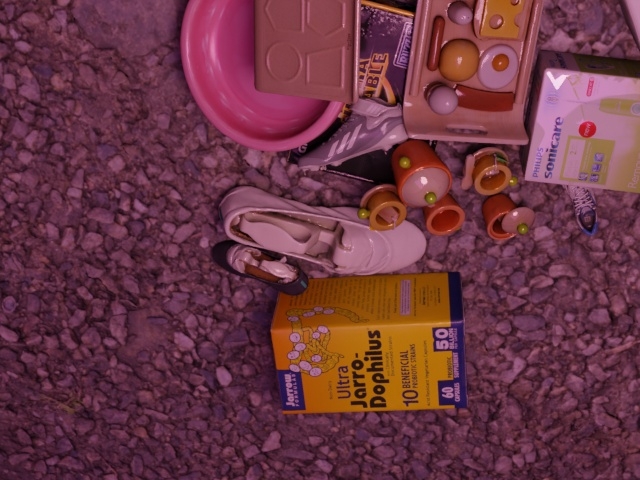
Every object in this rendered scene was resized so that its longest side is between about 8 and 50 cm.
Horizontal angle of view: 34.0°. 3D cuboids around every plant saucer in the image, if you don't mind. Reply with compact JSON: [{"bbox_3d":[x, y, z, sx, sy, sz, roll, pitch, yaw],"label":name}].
[{"bbox_3d":[-0.082,-0.320,1.780,0.332,0.084,0.332,10,111,27],"label":"plant saucer"}]

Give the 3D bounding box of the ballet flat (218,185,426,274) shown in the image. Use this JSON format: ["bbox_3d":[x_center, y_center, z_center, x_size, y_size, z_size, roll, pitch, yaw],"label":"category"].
[{"bbox_3d":[0.000,0.000,1.955,0.400,0.139,0.139,14,116,-2],"label":"ballet flat"}]

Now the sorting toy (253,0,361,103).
[{"bbox_3d":[-0.020,-0.325,1.674,0.208,0.038,0.193,13,113,30],"label":"sorting toy"}]

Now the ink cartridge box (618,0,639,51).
[{"bbox_3d":[0.568,-0.504,1.591,0.285,0.166,0.395,-21,128,15],"label":"ink cartridge box"}]

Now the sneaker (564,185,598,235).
[{"bbox_3d":[0.485,-0.069,1.920,0.052,0.058,0.135,-18,113,13],"label":"sneaker"}]

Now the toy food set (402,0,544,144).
[{"bbox_3d":[0.265,-0.312,1.722,0.219,0.092,0.306,2,115,-12],"label":"toy food set"}]

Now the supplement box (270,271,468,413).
[{"bbox_3d":[0.099,0.195,2.006,0.356,0.195,0.194,-3,116,7],"label":"supplement box"}]

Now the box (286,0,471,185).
[{"bbox_3d":[0.099,-0.262,1.849,0.257,0.079,0.322,14,116,-4],"label":"box"}]

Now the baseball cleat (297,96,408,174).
[{"bbox_3d":[0.048,-0.189,1.818,0.205,0.072,0.109,-16,101,6],"label":"baseball cleat"}]

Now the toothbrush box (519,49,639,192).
[{"bbox_3d":[0.505,-0.203,1.819,0.283,0.122,0.206,8,116,3],"label":"toothbrush box"}]

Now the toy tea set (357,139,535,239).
[{"bbox_3d":[0.243,-0.064,1.839,0.336,0.124,0.200,3,132,-21],"label":"toy tea set"}]

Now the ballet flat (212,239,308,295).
[{"bbox_3d":[-0.117,0.044,1.995,0.203,0.074,0.074,23,117,12],"label":"ballet flat"}]
